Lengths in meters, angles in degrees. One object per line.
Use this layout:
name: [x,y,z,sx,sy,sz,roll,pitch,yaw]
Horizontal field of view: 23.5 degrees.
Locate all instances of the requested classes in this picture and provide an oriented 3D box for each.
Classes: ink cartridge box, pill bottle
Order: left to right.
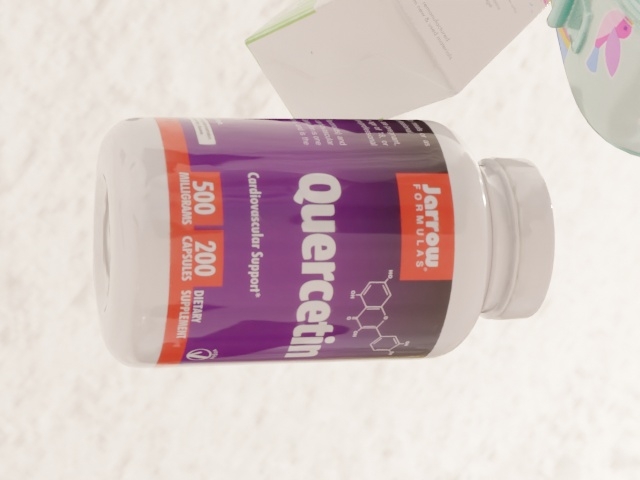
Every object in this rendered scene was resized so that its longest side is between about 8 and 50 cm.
pill bottle: [0.000,0.000,1.132,0.322,0.182,0.182,-1,134,-15]
ink cartridge box: [0.123,-0.245,1.359,0.353,0.119,0.207,-44,-163,-34]

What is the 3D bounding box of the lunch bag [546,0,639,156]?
lunch bag: [0.230,-0.159,0.842,0.108,0.224,0.279,112,-17,-46]
